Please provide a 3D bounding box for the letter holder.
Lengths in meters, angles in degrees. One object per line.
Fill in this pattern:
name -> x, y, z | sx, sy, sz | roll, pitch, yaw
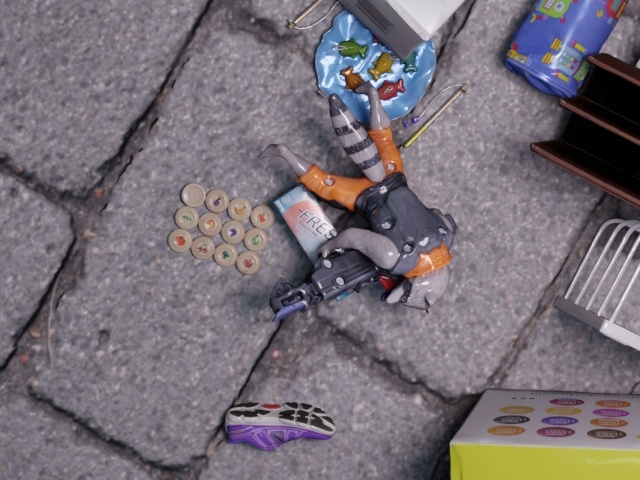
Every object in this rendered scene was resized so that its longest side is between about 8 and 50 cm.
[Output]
letter holder -> 0.466, -0.126, 1.609 | 0.302, 0.214, 0.152 | 30, 110, 18

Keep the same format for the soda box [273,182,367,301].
soda box -> 0.000, 0.000, 1.778 | 0.058, 0.063, 0.183 | -33, 94, 1

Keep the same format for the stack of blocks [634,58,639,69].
stack of blocks -> 0.591, -0.176, 1.712 | 0.297, 0.087, 0.171 | 37, 111, 15

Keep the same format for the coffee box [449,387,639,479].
coffee box -> 0.377, 0.409, 1.645 | 0.338, 0.334, 0.338 | -1, 95, 17

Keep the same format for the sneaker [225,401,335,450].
sneaker -> -0.061, 0.290, 1.810 | 0.170, 0.068, 0.071 | 3, 110, 7

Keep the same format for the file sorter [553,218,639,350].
file sorter -> 0.488, 0.078, 1.690 | 0.193, 0.277, 0.173 | 27, 92, -3

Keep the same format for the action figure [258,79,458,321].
action figure -> 0.057, -0.028, 1.673 | 0.341, 0.178, 0.330 | -35, 87, -29

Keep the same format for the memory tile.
memory tile -> -0.151, -0.018, 1.799 | 0.148, 0.012, 0.113 | 18, 94, -2

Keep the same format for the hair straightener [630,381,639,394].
hair straightener -> 0.472, 0.297, 1.819 | 0.089, 0.047, 0.230 | 40, 98, -4

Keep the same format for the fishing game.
fishing game -> 0.082, -0.270, 1.773 | 0.189, 0.041, 0.264 | -41, 94, -1

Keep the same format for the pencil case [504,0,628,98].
pencil case -> 0.382, -0.363, 1.732 | 0.133, 0.119, 0.306 | 30, 94, 34

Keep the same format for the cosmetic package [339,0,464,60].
cosmetic package -> 0.207, -0.453, 1.658 | 0.156, 0.217, 0.385 | 44, 88, -5
